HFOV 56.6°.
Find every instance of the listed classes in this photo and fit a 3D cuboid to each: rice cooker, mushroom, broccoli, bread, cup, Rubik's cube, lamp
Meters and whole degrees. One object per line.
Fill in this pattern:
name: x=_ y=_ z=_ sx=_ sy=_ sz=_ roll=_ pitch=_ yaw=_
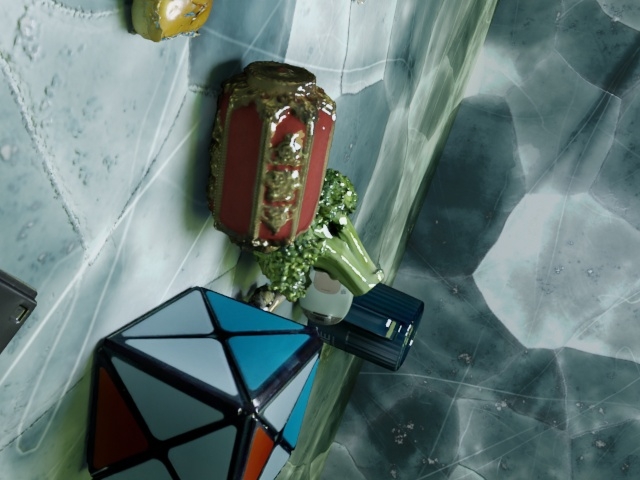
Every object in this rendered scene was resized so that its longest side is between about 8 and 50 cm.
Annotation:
rice cooker: x=0.021 y=0.114 z=1.523 sx=0.127 sy=0.145 sz=0.206 roll=-59 pitch=162 yaw=-70
mushroom: x=-0.110 y=0.156 z=1.309 sx=0.187 sy=0.061 sz=0.060 roll=-53 pitch=164 yaw=-31
broccoli: x=-0.017 y=-0.007 z=1.121 sx=0.288 sy=0.235 sz=0.260 roll=-44 pitch=120 yaw=-41
bread: x=-0.157 y=-0.253 z=0.641 sx=0.106 sy=0.053 sz=0.072 roll=-50 pitch=159 yaw=-61
cup: x=0.142 y=0.218 z=1.768 sx=0.242 sy=0.292 sz=0.308 roll=-57 pitch=162 yaw=-33
Rubik's cube: x=-0.169 y=0.243 z=0.890 sx=0.246 sy=0.248 sz=0.250 roll=-36 pitch=143 yaw=-63
lamp: x=-0.076 y=-0.117 z=0.871 sx=0.177 sy=0.177 sz=0.274 roll=-43 pitch=150 yaw=-56

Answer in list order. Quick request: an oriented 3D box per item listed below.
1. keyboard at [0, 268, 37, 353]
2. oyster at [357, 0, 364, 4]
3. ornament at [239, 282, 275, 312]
keyboard: x=-0.330 y=0.043 z=0.511 sx=0.094 sy=0.025 sz=0.230 roll=-61 pitch=162 yaw=-19
oyster: x=0.088 y=-0.503 z=1.147 sx=0.051 sy=0.034 sz=0.093 roll=14 pitch=109 yaw=-58
ornament: x=-0.116 y=0.159 z=1.167 sx=0.196 sy=0.153 sz=0.166 roll=-63 pitch=167 yaw=-51
